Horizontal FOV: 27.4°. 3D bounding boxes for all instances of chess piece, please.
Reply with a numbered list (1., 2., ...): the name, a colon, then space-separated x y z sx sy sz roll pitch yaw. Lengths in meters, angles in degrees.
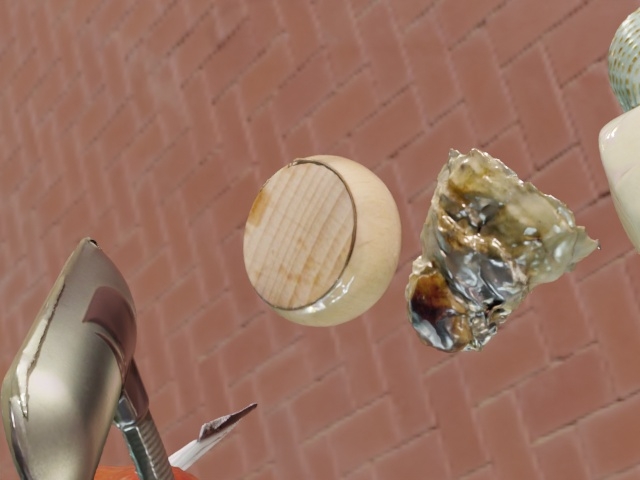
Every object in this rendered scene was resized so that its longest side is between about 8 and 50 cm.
1. chess piece: 0.000 0.000 0.635 0.084 0.038 0.083 -10 76 43

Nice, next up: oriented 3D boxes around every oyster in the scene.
1. oyster: 0.148 0.027 1.227 0.161 0.107 0.232 37 141 12

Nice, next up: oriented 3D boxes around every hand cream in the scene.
1. hand cream: -0.213 0.287 1.463 0.336 0.121 0.076 -39 84 20

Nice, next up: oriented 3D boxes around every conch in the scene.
1. conch: 0.371 -0.196 1.463 0.102 0.153 0.135 24 139 36

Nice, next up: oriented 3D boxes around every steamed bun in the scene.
1. steamed bun: 0.387 -0.030 1.327 0.170 0.152 0.238 -26 111 23

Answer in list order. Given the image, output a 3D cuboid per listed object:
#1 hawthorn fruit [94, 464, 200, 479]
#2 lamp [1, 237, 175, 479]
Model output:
1. hawthorn fruit: -0.138 0.254 0.991 0.251 0.190 0.189 163 106 -83
2. lamp: -0.126 0.157 0.508 0.125 0.203 0.283 31 96 0
